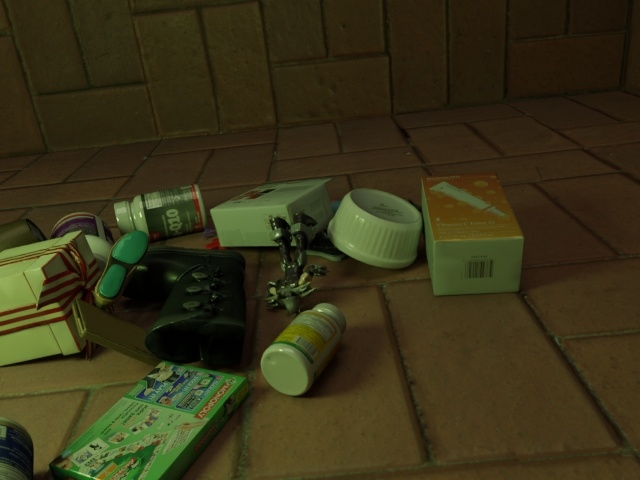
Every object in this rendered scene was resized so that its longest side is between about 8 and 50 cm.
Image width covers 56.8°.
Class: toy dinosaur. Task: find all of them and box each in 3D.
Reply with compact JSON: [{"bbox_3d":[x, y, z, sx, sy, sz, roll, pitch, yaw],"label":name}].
[{"bbox_3d":[0.325,-0.077,1.890,0.118,0.064,0.268,16,29,10],"label":"toy dinosaur"}]

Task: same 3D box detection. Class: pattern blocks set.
[{"bbox_3d":[-0.230,-0.039,1.984,0.325,0.026,0.285,-11,24,-10],"label":"pattern blocks set"}]

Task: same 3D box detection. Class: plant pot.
[{"bbox_3d":[-0.876,0.046,1.630,0.230,0.215,0.215,-37,31,-9],"label":"plant pot"}]

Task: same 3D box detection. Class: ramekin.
[{"bbox_3d":[0.163,-0.045,1.670,0.273,0.127,0.273,14,26,-7],"label":"ramekin"}]

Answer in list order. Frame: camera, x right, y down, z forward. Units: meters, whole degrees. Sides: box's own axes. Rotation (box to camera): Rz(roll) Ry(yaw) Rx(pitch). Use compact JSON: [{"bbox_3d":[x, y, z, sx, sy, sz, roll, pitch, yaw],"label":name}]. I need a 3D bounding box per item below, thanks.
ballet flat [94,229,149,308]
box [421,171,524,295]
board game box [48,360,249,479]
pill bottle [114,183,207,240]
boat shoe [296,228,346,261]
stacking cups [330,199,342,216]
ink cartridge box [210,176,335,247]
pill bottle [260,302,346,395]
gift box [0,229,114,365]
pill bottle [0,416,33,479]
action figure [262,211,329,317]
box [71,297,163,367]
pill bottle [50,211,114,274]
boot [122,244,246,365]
[{"bbox_3d":[-0.491,0.069,1.445,0.080,0.073,0.232,28,44,-10],"label":"ballet flat"},{"bbox_3d":[0.388,-0.027,1.570,0.215,0.168,0.345,-4,32,5],"label":"box"},{"bbox_3d":[-0.306,0.348,1.109,0.213,0.046,0.317,6,27,24],"label":"board game box"},{"bbox_3d":[-0.537,-0.087,2.005,0.283,0.161,0.161,-13,25,-14],"label":"pill bottle"},{"bbox_3d":[0.000,0.000,1.768,0.183,0.083,0.065,13,29,37],"label":"boat shoe"},{"bbox_3d":[0.074,-0.089,1.970,0.316,0.096,0.096,3,25,32],"label":"stacking cups"},{"bbox_3d":[-0.126,-0.088,1.817,0.309,0.130,0.272,-1,22,37],"label":"ink cartridge box"},{"bbox_3d":[-0.026,0.218,1.242,0.117,0.117,0.208,6,27,26],"label":"pill bottle"},{"bbox_3d":[-0.656,0.150,1.412,0.258,0.255,0.276,-13,27,6],"label":"gift box"},{"bbox_3d":[-0.523,0.404,0.903,0.153,0.153,0.265,-15,25,-19],"label":"pill bottle"},{"bbox_3d":[-0.066,0.066,1.523,0.185,0.099,0.285,-16,57,23],"label":"action figure"},{"bbox_3d":[-0.452,0.207,1.321,0.021,0.201,0.164,-55,35,0],"label":"box"},{"bbox_3d":[-0.686,0.045,1.719,0.181,0.181,0.323,-15,25,-19],"label":"pill bottle"},{"bbox_3d":[-0.358,0.156,1.427,0.367,0.146,0.445,-7,23,-4],"label":"boot"}]
